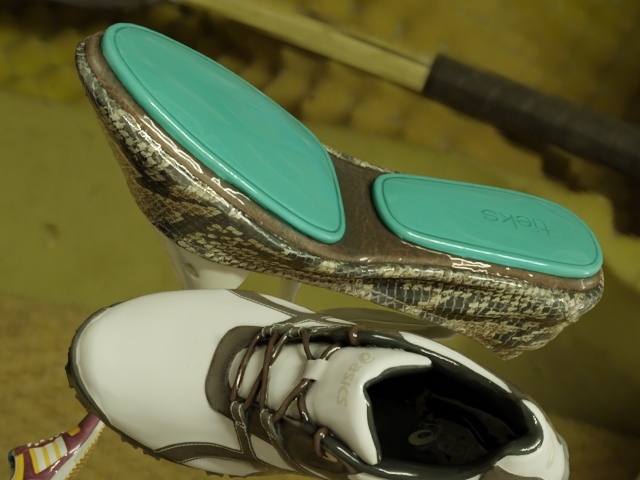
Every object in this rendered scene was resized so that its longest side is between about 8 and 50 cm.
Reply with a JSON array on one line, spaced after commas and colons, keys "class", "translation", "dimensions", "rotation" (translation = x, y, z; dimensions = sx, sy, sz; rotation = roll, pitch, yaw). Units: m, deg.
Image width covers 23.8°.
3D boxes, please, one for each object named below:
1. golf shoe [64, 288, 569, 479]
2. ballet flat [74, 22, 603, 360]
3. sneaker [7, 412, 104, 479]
[{"class": "golf shoe", "translation": [-0.003, 0.052, 0.562], "dimensions": [0.198, 0.094, 0.077], "rotation": [13, 70, 8]}, {"class": "ballet flat", "translation": [0.000, 0.000, 1.187], "dimensions": [0.482, 0.182, 0.164], "rotation": [20, 36, -27]}, {"class": "sneaker", "translation": [-0.343, 0.270, 1.904], "dimensions": [0.084, 0.069, 0.185], "rotation": [33, 50, 3]}]
